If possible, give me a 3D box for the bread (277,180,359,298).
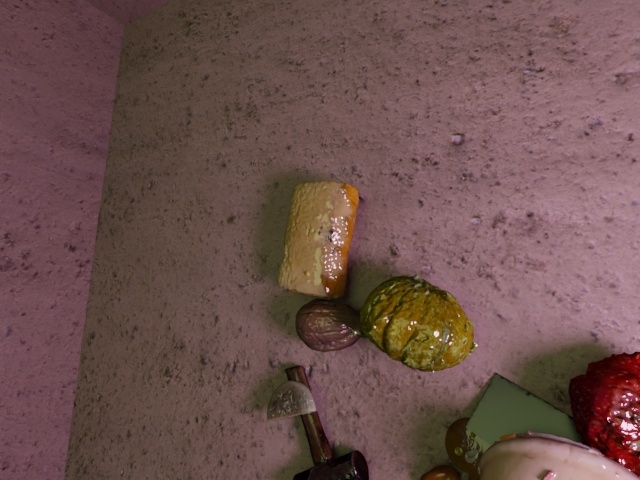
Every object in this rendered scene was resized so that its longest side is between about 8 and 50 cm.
[{"bbox_3d":[0.000,0.000,1.481,0.236,0.165,0.375,7,83,38],"label":"bread"}]

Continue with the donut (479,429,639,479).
[{"bbox_3d":[0.506,0.565,0.919,0.383,0.142,0.382,22,136,23],"label":"donut"}]

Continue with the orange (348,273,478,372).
[{"bbox_3d":[0.256,0.212,1.182,0.301,0.300,0.223,30,104,52],"label":"orange"}]

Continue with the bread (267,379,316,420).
[{"bbox_3d":[-0.102,0.505,1.434,0.193,0.036,0.112,-23,59,28],"label":"bread"}]

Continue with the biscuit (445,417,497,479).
[{"bbox_3d":[0.426,0.568,1.154,0.236,0.039,0.180,42,103,34],"label":"biscuit"}]

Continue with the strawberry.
[{"bbox_3d":[0.658,0.375,0.952,0.274,0.220,0.274,2,73,-7],"label":"strawberry"}]

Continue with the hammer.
[{"bbox_3d":[-0.018,0.586,1.417,0.242,0.095,0.409,-34,57,22],"label":"hammer"}]

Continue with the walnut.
[{"bbox_3d":[0.028,0.265,1.398,0.230,0.178,0.178,-2,78,31],"label":"walnut"}]

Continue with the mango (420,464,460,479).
[{"bbox_3d":[0.314,0.641,1.192,0.114,0.060,0.080,-25,82,29],"label":"mango"}]

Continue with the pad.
[{"bbox_3d":[0.513,0.467,1.118,0.245,0.006,0.170,28,83,34],"label":"pad"}]
